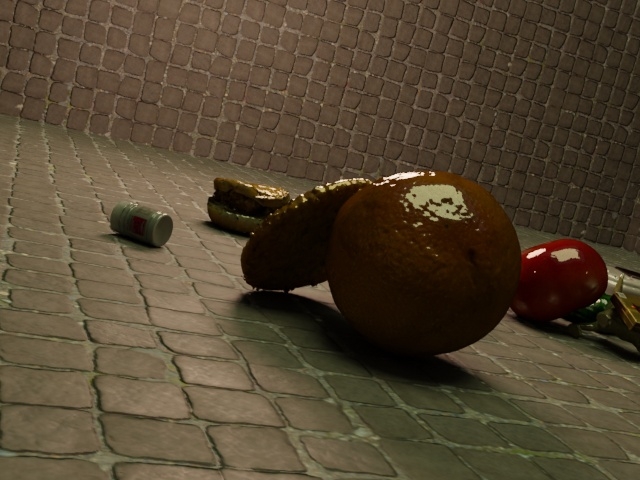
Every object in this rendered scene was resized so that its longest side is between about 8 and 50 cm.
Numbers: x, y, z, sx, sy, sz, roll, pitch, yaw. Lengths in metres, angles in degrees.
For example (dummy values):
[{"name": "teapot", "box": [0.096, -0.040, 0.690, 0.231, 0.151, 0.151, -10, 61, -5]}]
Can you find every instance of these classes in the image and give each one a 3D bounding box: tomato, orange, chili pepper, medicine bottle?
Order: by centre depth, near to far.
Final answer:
[{"name": "orange", "box": [0.131, 0.030, 1.068, 0.264, 0.264, 0.264, 14, 8, -2]}, {"name": "medicine bottle", "box": [-0.301, -0.029, 1.382, 0.091, 0.058, 0.058, 17, 9, 23]}, {"name": "tomato", "box": [0.438, 0.071, 1.543, 0.195, 0.136, 0.195, -19, 0, 0]}, {"name": "chili pepper", "box": [0.516, 0.119, 1.700, 0.099, 0.083, 0.253, -7, 16, -34]}]

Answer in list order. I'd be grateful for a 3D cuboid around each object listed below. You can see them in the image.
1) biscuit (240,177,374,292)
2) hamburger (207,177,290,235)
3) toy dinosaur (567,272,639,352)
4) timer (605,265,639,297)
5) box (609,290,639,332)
[{"name": "biscuit", "box": [0.000, 0.000, 1.192, 0.254, 0.254, 0.035, 5, 48, -47]}, {"name": "hamburger", "box": [-0.156, -0.069, 1.766, 0.177, 0.113, 0.185, 7, 2, -10]}, {"name": "toy dinosaur", "box": [0.556, 0.143, 1.515, 0.199, 0.072, 0.251, 0, 21, -22]}, {"name": "timer", "box": [0.770, 0.119, 2.086, 0.237, 0.087, 0.262, 15, 9, 0]}, {"name": "box", "box": [0.585, 0.136, 1.444, 0.133, 0.023, 0.090, 14, 29, -18]}]
